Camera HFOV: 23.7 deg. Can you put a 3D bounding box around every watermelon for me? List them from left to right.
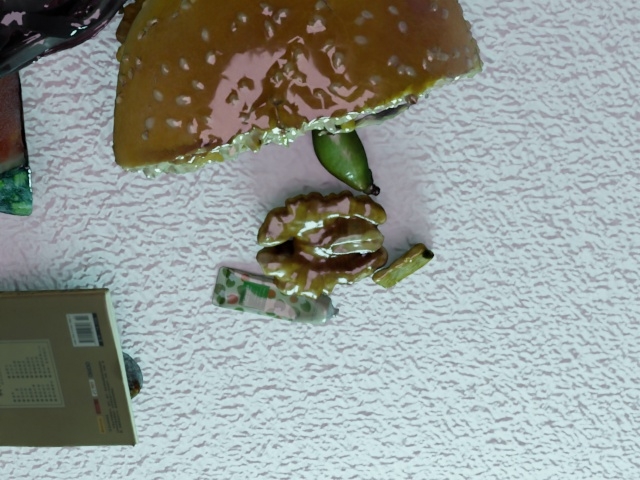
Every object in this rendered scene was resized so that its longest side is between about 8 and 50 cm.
[{"bbox_3d":[-0.402,-0.120,1.790,0.136,0.207,0.202,-13,98,-31],"label":"watermelon"}]

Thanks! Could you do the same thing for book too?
[{"bbox_3d":[-0.391,0.163,1.913,0.310,0.021,0.217,-2,113,15],"label":"book"}]

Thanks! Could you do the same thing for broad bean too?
[{"bbox_3d":[0.013,-0.138,1.889,0.070,0.048,0.214,-29,108,16],"label":"broad bean"}]

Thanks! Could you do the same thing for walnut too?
[{"bbox_3d":[0.000,0.000,1.932,0.170,0.069,0.143,-5,116,-10],"label":"walnut"}]

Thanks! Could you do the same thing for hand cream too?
[{"bbox_3d":[-0.056,0.077,1.979,0.165,0.037,0.057,13,109,-6],"label":"hand cream"}]

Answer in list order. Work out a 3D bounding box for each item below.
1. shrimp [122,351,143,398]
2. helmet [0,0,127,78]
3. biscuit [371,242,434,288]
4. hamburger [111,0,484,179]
[{"bbox_3d":[-0.339,0.152,1.946,0.232,0.079,0.090,17,138,-10],"label":"shrimp"},{"bbox_3d":[-0.355,-0.337,1.683,0.338,0.197,0.271,-36,120,1],"label":"helmet"},{"bbox_3d":[0.106,0.033,1.959,0.081,0.083,0.018,-35,76,7],"label":"biscuit"},{"bbox_3d":[-0.056,-0.240,1.713,0.445,0.268,0.287,-18,94,0],"label":"hamburger"}]
